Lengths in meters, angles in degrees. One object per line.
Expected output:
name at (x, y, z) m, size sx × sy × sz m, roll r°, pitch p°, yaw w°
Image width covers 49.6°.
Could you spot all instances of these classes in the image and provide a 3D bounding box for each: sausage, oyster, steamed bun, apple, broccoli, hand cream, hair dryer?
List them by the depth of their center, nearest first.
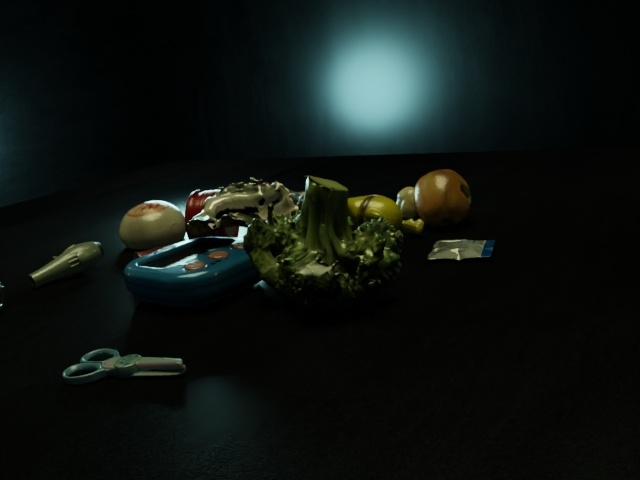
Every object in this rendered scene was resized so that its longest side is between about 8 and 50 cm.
broccoli at (0.010, 0.024, 1.615) m, size 0.277 × 0.317 × 0.338 m, roll -5°, pitch 54°, yaw -35°
oyster at (-0.219, -0.068, 1.896) m, size 0.351 × 0.115 × 0.238 m, roll -9°, pitch 30°, yaw 25°
sausage at (-0.426, 0.041, 2.074) m, size 0.264 × 0.083 × 0.083 m, roll -16°, pitch 17°, yaw -32°
hair dryer at (-0.827, 0.087, 2.143) m, size 0.267 × 0.092 × 0.229 m, roll -13°, pitch 15°, yaw 35°
apple at (0.382, -0.127, 2.159) m, size 0.199 × 0.199 × 0.199 m, roll -6°, pitch 15°, yaw 2°
hand cream at (-0.345, -0.068, 2.226) m, size 0.125 × 0.193 × 0.193 m, roll -1°, pitch 16°, yaw 11°
steamed bun at (-0.581, -0.062, 2.391) m, size 0.231 × 0.145 × 0.232 m, roll -6°, pitch 15°, yaw 2°

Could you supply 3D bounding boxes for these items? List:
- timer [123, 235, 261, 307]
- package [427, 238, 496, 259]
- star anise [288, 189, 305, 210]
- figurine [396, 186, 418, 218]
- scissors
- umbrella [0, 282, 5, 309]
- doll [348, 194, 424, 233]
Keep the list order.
timer at (-0.320, 0.077, 1.821) m, size 0.309 × 0.115 × 0.340 m, roll 6°, pitch 20°, yaw 37°
package at (0.385, 0.023, 1.880) m, size 0.173 × 0.027 × 0.171 m, roll -1°, pitch 13°, yaw 19°
star anise at (-0.123, -0.108, 2.438) m, size 0.315 × 0.139 × 0.359 m, roll 6°, pitch 3°, yaw 16°
figurine at (0.346, -0.118, 2.316) m, size 0.196 × 0.108 × 0.114 m, roll 7°, pitch 21°, yaw -18°
scissors at (-0.384, 0.250, 1.376) m, size 0.256 × 0.030 × 0.125 m, roll -4°, pitch 17°, yaw 20°
umbrella at (-1.022, 0.169, 1.820) m, size 0.357 × 0.106 × 0.113 m, roll -9°, pitch 19°, yaw -8°
doll at (0.122, -0.074, 2.058) m, size 0.362 × 0.145 × 0.199 m, roll 14°, pitch -5°, yaw -20°
